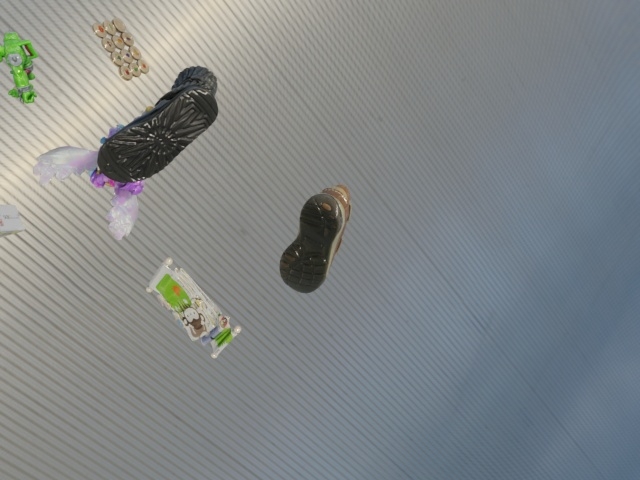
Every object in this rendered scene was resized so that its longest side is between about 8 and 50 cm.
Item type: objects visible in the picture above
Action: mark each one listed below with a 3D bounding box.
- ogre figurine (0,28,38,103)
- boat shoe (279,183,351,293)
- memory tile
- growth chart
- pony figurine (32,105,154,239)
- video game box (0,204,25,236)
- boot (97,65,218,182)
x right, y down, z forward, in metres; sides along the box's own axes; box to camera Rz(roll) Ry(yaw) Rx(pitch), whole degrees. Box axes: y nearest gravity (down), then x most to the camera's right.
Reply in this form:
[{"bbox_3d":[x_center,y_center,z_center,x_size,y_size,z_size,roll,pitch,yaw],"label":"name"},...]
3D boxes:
[{"bbox_3d":[-0.752,-0.441,1.337,0.097,0.118,0.196,1,48,-9],"label":"ogre figurine"},{"bbox_3d":[0.000,0.000,1.275,0.123,0.323,0.120,34,45,7],"label":"boat shoe"},{"bbox_3d":[-0.488,-0.472,1.323,0.147,0.012,0.113,61,29,-18],"label":"memory tile"},{"bbox_3d":[-0.274,0.145,1.135,0.237,0.172,0.021,44,44,9],"label":"growth chart"},{"bbox_3d":[-0.562,-0.215,1.519,0.364,0.351,0.302,-35,110,20],"label":"pony figurine"},{"bbox_3d":[-0.529,-0.001,0.692,0.205,0.187,0.048,-16,91,-4],"label":"video game box"},{"bbox_3d":[-0.405,-0.302,1.385,0.348,0.260,0.131,-31,123,4],"label":"boot"}]
